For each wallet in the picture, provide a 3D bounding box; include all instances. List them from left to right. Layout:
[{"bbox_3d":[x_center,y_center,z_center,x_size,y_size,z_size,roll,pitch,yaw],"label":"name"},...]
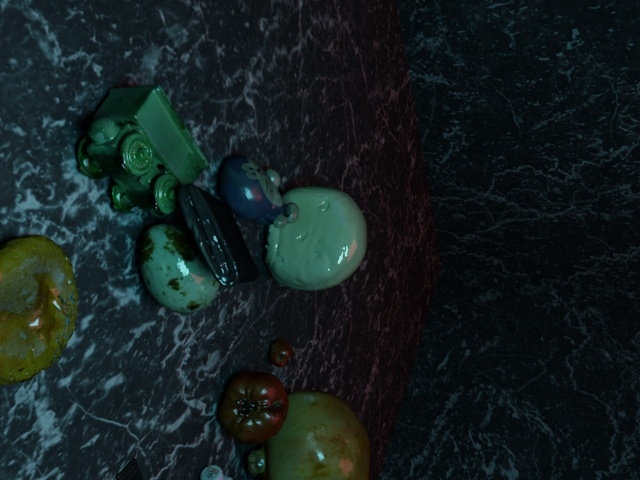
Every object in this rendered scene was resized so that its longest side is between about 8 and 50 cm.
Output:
[{"bbox_3d":[-0.226,-0.002,1.299,0.229,0.062,0.406,64,-2,3],"label":"wallet"}]

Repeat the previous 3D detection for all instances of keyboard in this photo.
[{"bbox_3d":[-0.437,0.613,1.322,0.061,0.013,0.205,-44,135,-52],"label":"keyboard"}]

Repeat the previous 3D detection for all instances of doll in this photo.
[{"bbox_3d":[-0.179,-0.136,1.534,0.228,0.153,0.258,63,5,23],"label":"doll"}]

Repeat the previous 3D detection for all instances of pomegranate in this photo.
[{"bbox_3d":[-0.041,0.672,1.766,0.411,0.411,0.412,-25,118,-61],"label":"pomegranate"}]

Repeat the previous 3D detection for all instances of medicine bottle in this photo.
[{"bbox_3d":[-0.291,0.740,1.582,0.115,0.077,0.219,-45,135,-51],"label":"medicine bottle"}]

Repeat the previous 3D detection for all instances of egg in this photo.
[{"bbox_3d":[-0.322,0.062,1.260,0.231,0.169,0.169,63,40,-31],"label":"egg"}]

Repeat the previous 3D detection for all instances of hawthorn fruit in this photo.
[{"bbox_3d":[-0.182,0.493,1.640,0.243,0.207,0.208,64,38,-68],"label":"hawthorn fruit"},{"bbox_3d":[-0.134,0.378,1.837,0.093,0.093,0.093,-25,118,-61],"label":"hawthorn fruit"}]

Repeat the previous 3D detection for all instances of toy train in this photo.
[{"bbox_3d":[-0.364,-0.171,1.143,0.266,0.145,0.202,65,36,-48],"label":"toy train"}]

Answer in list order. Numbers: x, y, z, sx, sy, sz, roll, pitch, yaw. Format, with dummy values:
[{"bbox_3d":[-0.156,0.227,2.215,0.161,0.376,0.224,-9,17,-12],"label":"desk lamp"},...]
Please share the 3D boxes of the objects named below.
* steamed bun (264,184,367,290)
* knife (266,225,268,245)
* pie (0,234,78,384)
[{"bbox_3d":[0.000,0.000,1.759,0.233,0.311,0.334,28,72,-71],"label":"steamed bun"},{"bbox_3d":[-0.162,-0.022,1.756,0.027,0.010,0.096,-39,130,-57],"label":"knife"},{"bbox_3d":[-0.522,0.121,0.969,0.273,0.069,0.274,10,90,-67],"label":"pie"}]
